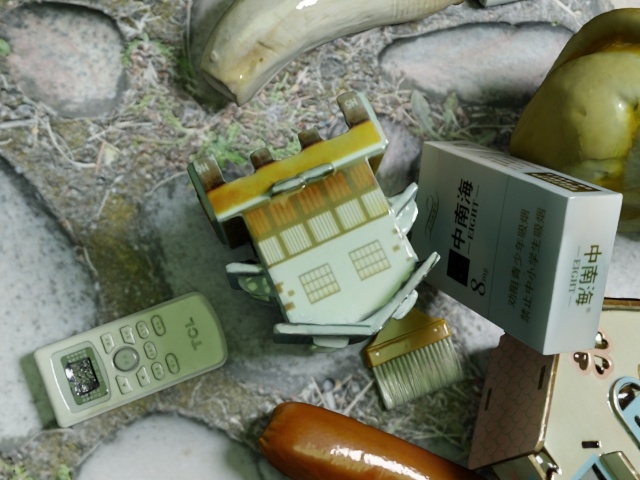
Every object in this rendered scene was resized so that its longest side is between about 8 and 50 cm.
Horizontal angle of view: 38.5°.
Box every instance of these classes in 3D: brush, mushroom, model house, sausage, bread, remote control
[{"bbox_3d":[0.071,0.046,1.027,0.103,0.013,0.272,-19,85,-14],"label":"brush"},{"bbox_3d":[0.022,-0.266,1.023,0.351,0.095,0.122,-28,106,-13],"label":"mushroom"},{"bbox_3d":[0.000,0.000,0.905,0.198,0.224,0.215,-26,83,-7],"label":"model house"},{"bbox_3d":[0.077,0.247,0.959,0.300,0.089,0.083,23,71,-8],"label":"sausage"},{"bbox_3d":[0.304,0.165,0.950,0.326,0.169,0.244,-33,83,-30],"label":"model house"},{"bbox_3d":[0.367,-0.128,0.973,0.341,0.300,0.210,4,75,-8],"label":"bread"},{"bbox_3d":[-0.192,0.120,0.951,0.190,0.029,0.087,-19,87,-14],"label":"remote control"}]

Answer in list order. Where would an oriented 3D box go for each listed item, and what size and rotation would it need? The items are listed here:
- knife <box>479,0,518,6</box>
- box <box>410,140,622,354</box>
[{"bbox_3d":[0.307,-0.341,1.121,0.266,0.040,0.073,-18,75,-14],"label":"knife"},{"bbox_3d":[0.181,-0.003,0.915,0.067,0.243,0.155,-1,109,-26],"label":"box"}]
